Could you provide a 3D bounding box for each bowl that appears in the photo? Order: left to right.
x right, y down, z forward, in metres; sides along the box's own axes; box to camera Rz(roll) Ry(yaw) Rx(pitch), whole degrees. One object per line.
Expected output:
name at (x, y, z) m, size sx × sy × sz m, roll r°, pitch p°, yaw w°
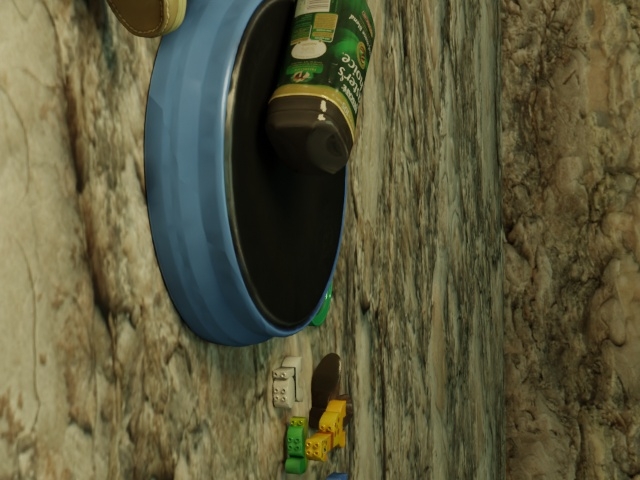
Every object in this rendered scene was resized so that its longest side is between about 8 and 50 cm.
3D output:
bowl at (-0.059, -0.081, 1.073) m, size 0.391 × 0.077 × 0.391 m, roll 1°, pitch 90°, yaw -70°

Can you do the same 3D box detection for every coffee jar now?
coffee jar at (0.001, -0.159, 1.006) m, size 0.096 × 0.079 × 0.184 m, roll 62°, pitch 35°, yaw -54°

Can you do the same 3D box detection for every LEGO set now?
LEGO set at (-0.015, 0.257, 1.195) m, size 0.093 × 0.087 × 0.227 m, roll -8°, pitch 97°, yaw -71°

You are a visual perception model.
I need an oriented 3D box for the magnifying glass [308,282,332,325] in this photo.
magnifying glass at (0.000, 0.000, 1.329) m, size 0.092 × 0.026 × 0.231 m, roll 52°, pitch 45°, yaw -61°

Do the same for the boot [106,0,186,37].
boot at (-0.177, -0.223, 0.730) m, size 0.165 × 0.077 × 0.213 m, roll -64°, pitch 143°, yaw -52°

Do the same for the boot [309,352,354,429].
boot at (0.022, 0.208, 1.373) m, size 0.114 × 0.037 × 0.106 m, roll 27°, pitch 79°, yaw -65°
